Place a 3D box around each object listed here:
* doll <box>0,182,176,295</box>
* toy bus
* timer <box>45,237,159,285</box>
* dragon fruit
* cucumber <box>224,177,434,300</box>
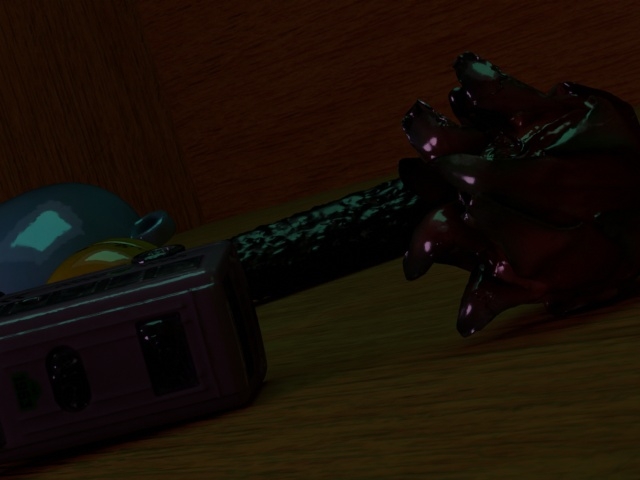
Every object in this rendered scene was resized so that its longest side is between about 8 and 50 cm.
[{"bbox_3d":[-0.239,0.057,1.166,0.314,0.141,0.177,-29,27,20],"label":"doll"},{"bbox_3d":[-0.135,0.069,0.871,0.199,0.096,0.108,-14,8,4],"label":"toy bus"},{"bbox_3d":[-0.127,0.051,1.006,0.107,0.107,0.109,-16,8,17],"label":"timer"},{"bbox_3d":[0.117,-0.025,0.810,0.142,0.130,0.121,-11,-39,-32],"label":"dragon fruit"},{"bbox_3d":[-0.001,0.000,1.402,0.300,0.072,0.072,-19,4,-14],"label":"cucumber"}]
